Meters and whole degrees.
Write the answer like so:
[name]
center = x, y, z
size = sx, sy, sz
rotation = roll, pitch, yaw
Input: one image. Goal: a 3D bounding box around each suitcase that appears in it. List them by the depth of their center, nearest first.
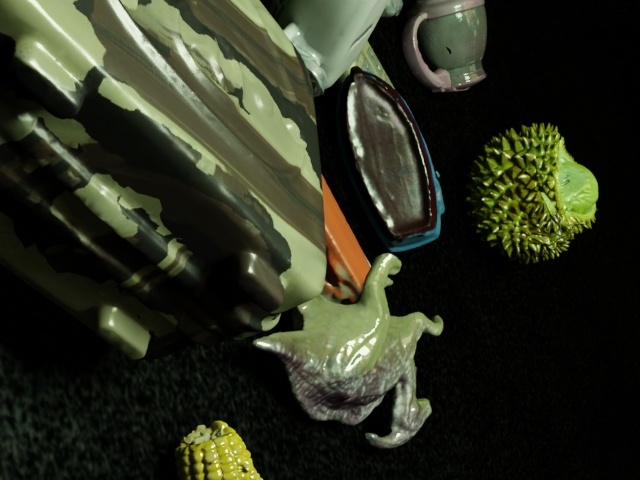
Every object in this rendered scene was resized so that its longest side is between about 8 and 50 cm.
[suitcase]
center = -0.148, -0.122, 0.706
size = 0.351, 0.194, 0.339
rotation = 47, 28, -42

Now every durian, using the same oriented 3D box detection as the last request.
[durian]
center = 0.305, -0.066, 1.581
size = 0.200, 0.177, 0.237
rotation = 62, 20, 3

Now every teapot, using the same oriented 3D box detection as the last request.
[teapot]
center = 0.192, -0.289, 1.590
size = 0.148, 0.116, 0.145
rotation = -46, 125, -66

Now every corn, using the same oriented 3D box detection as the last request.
[corn]
center = -0.048, 0.232, 0.793
size = 0.206, 0.067, 0.067
rotation = 67, 26, -5

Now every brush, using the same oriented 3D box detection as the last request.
[brush]
center = -0.001, 0.000, 1.078
size = 0.323, 0.051, 0.070
rotation = 62, 20, -12

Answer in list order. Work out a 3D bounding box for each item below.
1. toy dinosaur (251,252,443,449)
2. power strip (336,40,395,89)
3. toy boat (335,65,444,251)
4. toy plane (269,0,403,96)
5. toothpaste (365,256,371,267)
[toy dinosaur]
center = 0.036, 0.097, 1.010
size = 0.294, 0.077, 0.162
rotation = 29, 68, -39
[power strip]
center = 0.070, -0.173, 1.348
size = 0.268, 0.034, 0.092
rotation = 57, 28, -26
[toy boat]
center = 0.077, -0.098, 1.248
size = 0.097, 0.100, 0.223
rotation = 44, 27, -88
[toy plane]
center = 0.008, -0.241, 1.089
size = 0.118, 0.252, 0.252
rotation = 38, 26, 6
[toothpaste]
center = 0.013, -0.015, 1.134
size = 0.190, 0.031, 0.048
rotation = 61, 29, -12
